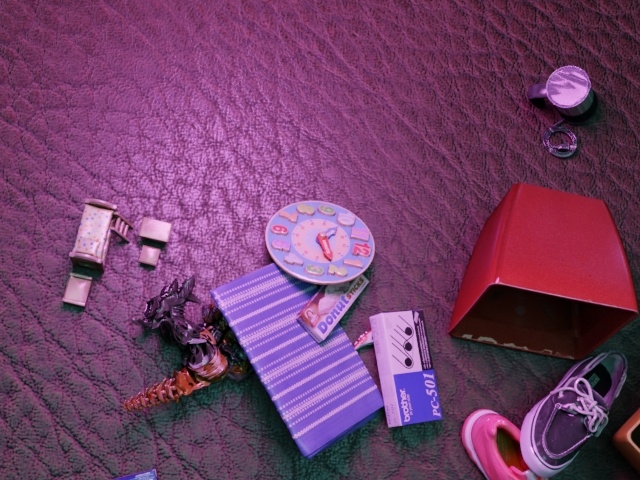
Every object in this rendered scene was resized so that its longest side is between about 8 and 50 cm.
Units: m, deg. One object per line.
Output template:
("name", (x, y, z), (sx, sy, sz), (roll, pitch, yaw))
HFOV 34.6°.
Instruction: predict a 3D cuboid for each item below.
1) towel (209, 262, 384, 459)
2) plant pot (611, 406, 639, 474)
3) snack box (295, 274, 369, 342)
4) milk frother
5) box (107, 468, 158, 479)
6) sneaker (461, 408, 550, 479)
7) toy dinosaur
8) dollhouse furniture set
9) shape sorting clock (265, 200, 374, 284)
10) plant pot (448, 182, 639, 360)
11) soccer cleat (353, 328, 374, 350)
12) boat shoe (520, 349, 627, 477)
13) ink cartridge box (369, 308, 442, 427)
("towel", (-0.037, 0.201, 1.829), (0.243, 0.040, 0.336), (-23, 80, -50))
("plant pot", (0.660, 0.368, 1.882), (0.212, 0.187, 0.212), (-41, 85, -14))
("snack box", (0.023, 0.108, 1.889), (0.064, 0.022, 0.178), (48, 48, -8))
("milk frother", (0.483, -0.250, 2.023), (0.129, 0.135, 0.143), (-18, 76, 20))
("box", (-0.329, 0.523, 1.780), (0.136, 0.036, 0.225), (-11, 78, -10))
("sneaker", (0.363, 0.448, 1.847), (0.116, 0.136, 0.314), (-31, 84, -13))
("toy dinosaur", (-0.212, 0.180, 1.821), (0.218, 0.164, 0.322), (53, 48, -10))
("dollhouse furniture set", (-0.365, 0.036, 1.852), (0.161, 0.101, 0.182), (13, 76, -5))
("shape sorting clock", (0.000, 0.000, 1.907), (0.206, 0.040, 0.206), (9, 47, -10))
("plant pot", (0.408, 0.049, 1.896), (0.267, 0.267, 0.235), (12, 63, -5))
("soccer cleat", (0.098, 0.183, 1.924), (0.083, 0.029, 0.035), (-39, 81, -19))
("boat shoe", (0.468, 0.303, 1.848), (0.113, 0.105, 0.306), (50, 49, 7))
("ink cartridge box", (0.157, 0.234, 1.896), (0.097, 0.046, 0.207), (-2, 77, -32))
